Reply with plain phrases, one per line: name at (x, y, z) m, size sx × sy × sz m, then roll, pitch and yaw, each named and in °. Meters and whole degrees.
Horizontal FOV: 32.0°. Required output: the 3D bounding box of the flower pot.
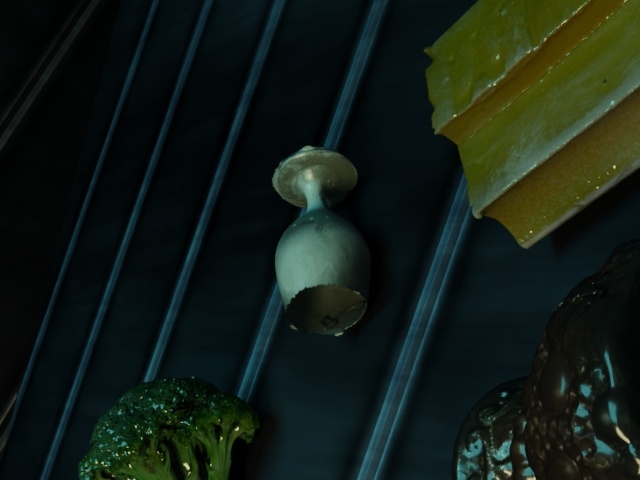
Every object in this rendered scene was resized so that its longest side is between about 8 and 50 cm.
flower pot at (0.237, 0.151, 0.797) m, size 0.267 × 0.267 × 0.266 m, roll 131°, pitch 147°, yaw -55°

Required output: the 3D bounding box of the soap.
soap at (0.248, -0.169, 1.098) m, size 0.281 × 0.143 × 0.259 m, roll -41°, pitch 42°, yaw 37°

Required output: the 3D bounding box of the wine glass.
wine glass at (0.000, 0.000, 1.452) m, size 0.126 × 0.126 × 0.241 m, roll -47°, pitch 33°, yaw 38°

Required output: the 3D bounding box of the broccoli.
broccoli at (-0.205, 0.323, 1.557) m, size 0.269 × 0.254 × 0.269 m, roll 162°, pitch 90°, yaw -72°
